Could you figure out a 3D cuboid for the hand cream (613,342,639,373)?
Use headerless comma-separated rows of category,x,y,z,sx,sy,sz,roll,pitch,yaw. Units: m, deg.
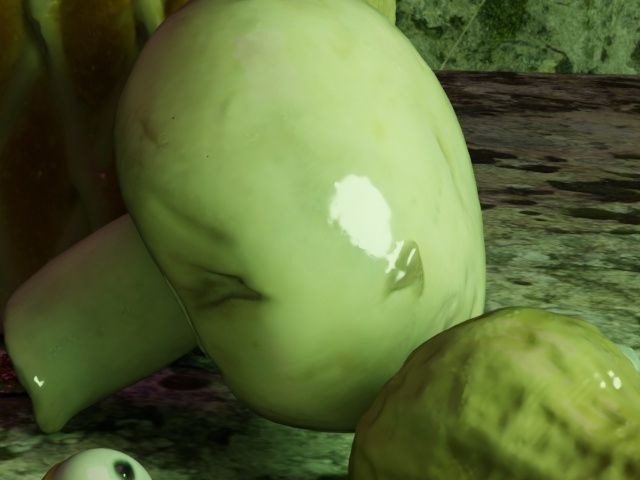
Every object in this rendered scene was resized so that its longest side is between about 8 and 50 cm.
hand cream,0.160,0.123,1.147,0.079,0.048,0.255,6,15,22

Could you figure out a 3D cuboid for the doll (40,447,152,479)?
doll,-0.147,0.167,0.794,0.117,0.086,0.291,52,30,16

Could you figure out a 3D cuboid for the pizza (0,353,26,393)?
pizza,-0.211,0.093,1.246,0.078,0.025,0.083,4,11,13

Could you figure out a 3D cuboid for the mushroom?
mushroom,-0.063,-0.003,1.125,0.336,0.314,0.314,-27,6,14

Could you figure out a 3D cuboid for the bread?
bread,-0.143,-0.118,1.418,0.371,0.390,0.279,8,8,15

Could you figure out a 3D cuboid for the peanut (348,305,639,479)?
peanut,0.131,0.120,0.914,0.143,0.159,0.291,-35,33,-30
